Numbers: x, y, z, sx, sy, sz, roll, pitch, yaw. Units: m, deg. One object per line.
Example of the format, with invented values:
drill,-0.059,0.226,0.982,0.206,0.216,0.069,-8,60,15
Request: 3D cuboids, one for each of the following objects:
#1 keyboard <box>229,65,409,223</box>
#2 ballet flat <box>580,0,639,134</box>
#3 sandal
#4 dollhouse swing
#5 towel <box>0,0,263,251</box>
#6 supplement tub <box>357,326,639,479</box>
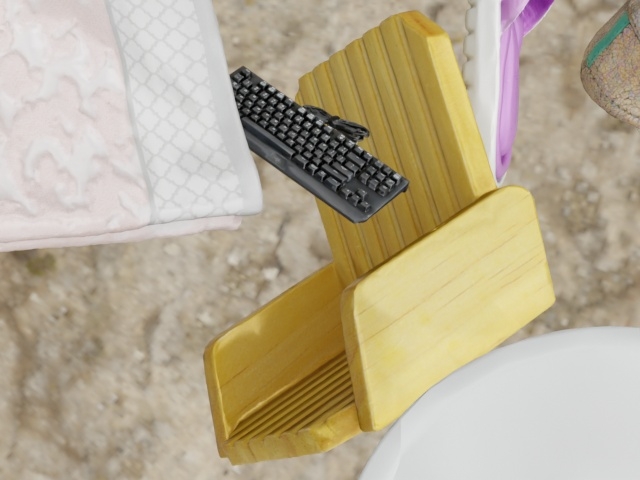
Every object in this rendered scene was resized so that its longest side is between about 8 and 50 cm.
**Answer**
keyboard,-0.008,-0.088,1.206,0.108,0.180,0.023,-38,159,-49
ballet flat,0.275,-0.052,0.850,0.316,0.106,0.107,32,43,-25
sandal,0.204,-0.253,1.411,0.169,0.102,0.416,-51,146,-66
dollhouse swing,0.000,0.000,1.382,0.315,0.347,0.305,-32,94,-28
towel,-0.196,-0.155,0.933,0.317,0.053,0.331,-4,77,-43
supplement tub,0.123,0.206,0.627,0.241,0.241,0.331,-39,150,-17
